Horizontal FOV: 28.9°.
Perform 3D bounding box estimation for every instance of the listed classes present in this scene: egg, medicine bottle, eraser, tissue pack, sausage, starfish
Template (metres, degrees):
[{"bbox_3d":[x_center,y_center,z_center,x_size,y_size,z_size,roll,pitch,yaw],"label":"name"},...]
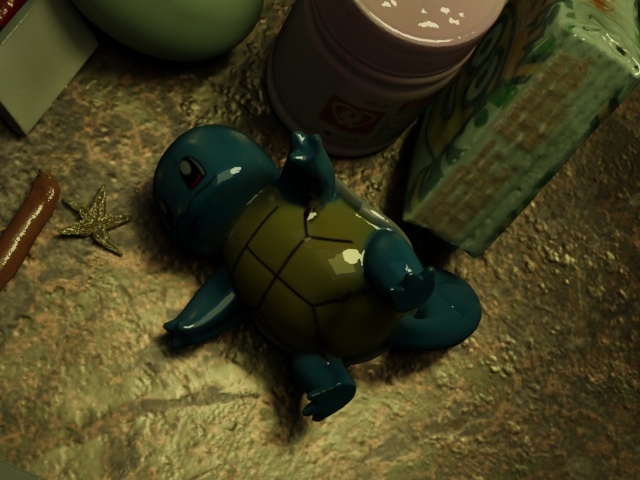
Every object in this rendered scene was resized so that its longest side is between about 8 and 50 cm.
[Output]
[{"bbox_3d":[-0.187,-0.306,1.424,0.264,0.183,0.183,18,67,-29],"label":"egg"},{"bbox_3d":[0.066,-0.240,1.413,0.202,0.316,0.202,5,72,-14],"label":"medicine bottle"},{"bbox_3d":[-0.323,-0.208,1.414,0.023,0.104,0.150,13,59,37],"label":"eraser"},{"bbox_3d":[0.226,-0.161,1.404,0.128,0.311,0.228,28,38,-12],"label":"tissue pack"},{"bbox_3d":[-0.333,-0.009,1.373,0.042,0.036,0.158,44,61,-37],"label":"sausage"},{"bbox_3d":[-0.257,-0.018,1.411,0.092,0.016,0.086,-17,77,-26],"label":"starfish"}]

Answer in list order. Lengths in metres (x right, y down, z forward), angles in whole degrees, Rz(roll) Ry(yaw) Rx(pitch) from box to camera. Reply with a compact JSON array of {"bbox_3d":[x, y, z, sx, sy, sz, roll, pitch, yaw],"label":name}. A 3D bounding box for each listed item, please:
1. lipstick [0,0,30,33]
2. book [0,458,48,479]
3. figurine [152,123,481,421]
[{"bbox_3d":[-0.328,-0.328,1.456,0.080,0.080,0.241,32,67,-4],"label":"lipstick"},{"bbox_3d":[-0.352,0.303,1.276,0.231,0.026,0.157,26,65,-7],"label":"book"},{"bbox_3d":[0.001,0.025,1.366,0.416,0.298,0.243,29,33,-8],"label":"figurine"}]
